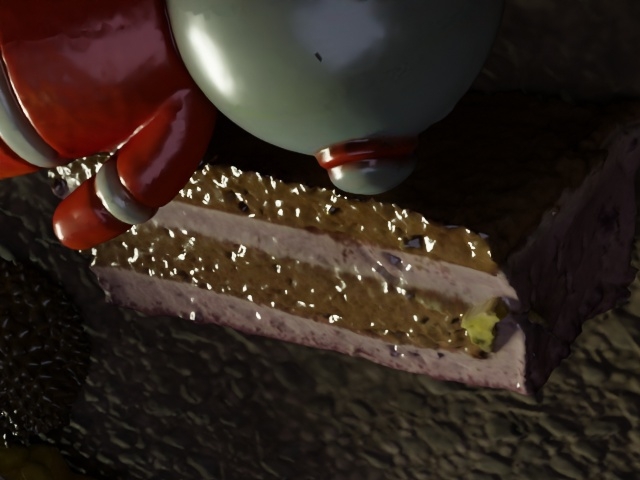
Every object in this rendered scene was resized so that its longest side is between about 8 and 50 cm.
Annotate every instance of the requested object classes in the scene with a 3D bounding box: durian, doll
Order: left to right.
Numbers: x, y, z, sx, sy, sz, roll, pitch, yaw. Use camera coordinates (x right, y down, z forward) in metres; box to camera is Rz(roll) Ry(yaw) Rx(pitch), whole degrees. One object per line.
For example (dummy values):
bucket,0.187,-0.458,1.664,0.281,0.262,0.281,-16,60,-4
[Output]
durian,-0.188,0.076,0.746,0.111,0.071,0.140,-12,126,26
doll,-0.048,-0.102,0.540,0.337,0.105,0.199,-6,97,28

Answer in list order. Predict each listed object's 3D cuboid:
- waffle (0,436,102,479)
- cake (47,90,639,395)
waffle,-0.230,0.222,0.872,0.329,0.062,0.329,10,128,13
cake,0.000,0.000,0.609,0.295,0.112,0.115,2,124,25
